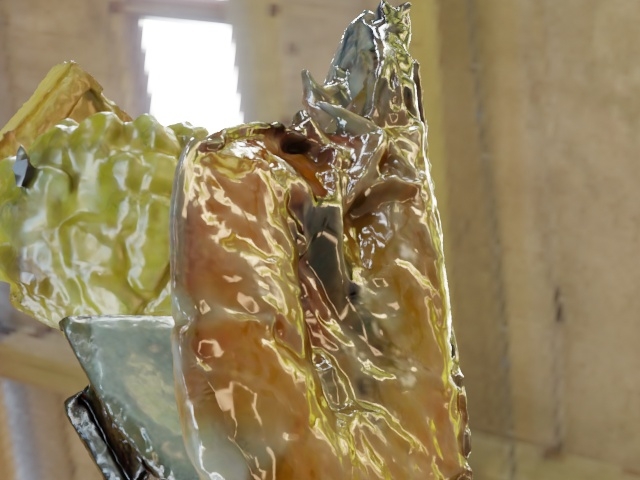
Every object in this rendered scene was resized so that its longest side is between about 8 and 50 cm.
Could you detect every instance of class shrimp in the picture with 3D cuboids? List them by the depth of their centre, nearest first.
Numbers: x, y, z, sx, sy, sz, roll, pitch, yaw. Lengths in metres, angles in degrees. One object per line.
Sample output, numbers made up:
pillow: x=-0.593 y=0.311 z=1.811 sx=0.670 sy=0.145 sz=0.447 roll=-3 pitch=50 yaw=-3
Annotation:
shrimp: x=0.000 y=0.000 z=0.672 sx=0.164 sy=0.062 sz=0.317 roll=49 pitch=-149 yaw=-38

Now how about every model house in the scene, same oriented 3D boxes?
model house: x=-0.076 y=0.133 z=1.034 sx=0.106 sy=0.165 sz=0.152 roll=-17 pitch=-33 yaw=-25

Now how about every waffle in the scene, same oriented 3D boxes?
waffle: x=-0.213 y=-0.027 z=1.751 sx=0.274 sy=0.057 sz=0.168 roll=46 pitch=-112 yaw=-29

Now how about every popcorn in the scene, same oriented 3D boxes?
popcorn: x=-0.136 y=-0.010 z=1.179 sx=0.142 sy=0.173 sz=0.173 roll=-26 pitch=-60 yaw=-55
